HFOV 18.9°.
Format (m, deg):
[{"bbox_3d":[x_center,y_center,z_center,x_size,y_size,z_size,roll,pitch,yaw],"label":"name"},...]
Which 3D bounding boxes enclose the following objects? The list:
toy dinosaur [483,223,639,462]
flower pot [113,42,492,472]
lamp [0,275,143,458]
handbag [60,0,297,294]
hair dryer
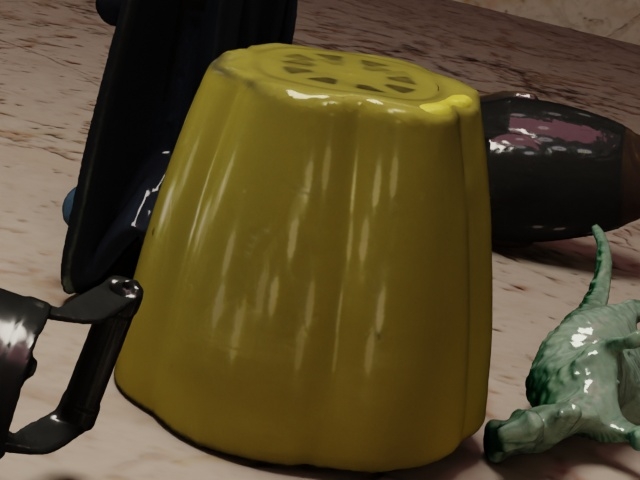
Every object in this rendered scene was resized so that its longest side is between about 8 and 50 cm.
[{"bbox_3d":[0.191,0.059,1.126,0.129,0.076,0.383,-1,10,19],"label":"toy dinosaur"},{"bbox_3d":[0.000,0.000,0.976,0.195,0.179,0.195,7,17,-2],"label":"flower pot"},{"bbox_3d":[-0.199,0.049,0.750,0.227,0.147,0.172,20,26,-6],"label":"lamp"},{"bbox_3d":[-0.079,-0.117,1.196,0.118,0.269,0.325,12,14,1],"label":"handbag"},{"bbox_3d":[0.120,-0.058,1.590,0.304,0.120,0.359,1,1,11],"label":"hair dryer"}]
